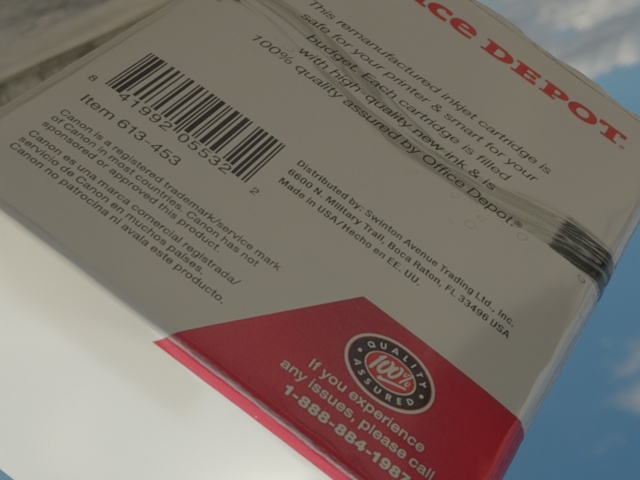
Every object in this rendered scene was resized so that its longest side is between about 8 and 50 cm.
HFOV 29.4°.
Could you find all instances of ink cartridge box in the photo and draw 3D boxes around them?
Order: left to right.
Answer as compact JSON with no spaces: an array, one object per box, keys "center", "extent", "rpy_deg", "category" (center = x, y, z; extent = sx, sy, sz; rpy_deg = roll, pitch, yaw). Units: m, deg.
[{"center":[0.000,0.000,0.418],"extent":[0.237,0.172,0.100],"rpy_deg":[-47,172,-49],"category":"ink cartridge box"}]
